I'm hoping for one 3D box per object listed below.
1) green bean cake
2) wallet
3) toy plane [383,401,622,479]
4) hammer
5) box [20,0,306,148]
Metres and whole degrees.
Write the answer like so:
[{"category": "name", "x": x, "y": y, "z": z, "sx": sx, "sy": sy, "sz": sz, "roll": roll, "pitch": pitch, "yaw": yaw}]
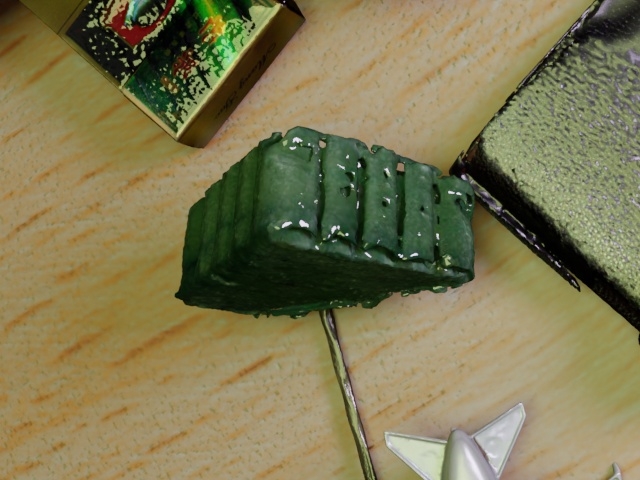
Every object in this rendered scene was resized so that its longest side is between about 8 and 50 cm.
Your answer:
[{"category": "green bean cake", "x": 0.000, "y": 0.000, "z": 1.157, "sx": 0.208, "sy": 0.193, "sz": 0.107, "roll": -35, "pitch": 50, "yaw": 53}, {"category": "wallet", "x": 0.266, "y": -0.081, "z": 1.131, "sx": 0.221, "sy": 0.071, "sz": 0.262, "roll": 43, "pitch": 94, "yaw": 13}, {"category": "toy plane", "x": 0.134, "y": 0.267, "z": 1.140, "sx": 0.251, "sy": 0.101, "sz": 0.255, "roll": -13, "pitch": 89, "yaw": 1}, {"category": "hammer", "x": 0.022, "y": 0.119, "z": 1.219, "sx": 0.058, "sy": 0.029, "sz": 0.292, "roll": -17, "pitch": 83, "yaw": 13}, {"category": "box", "x": -0.150, "y": -0.216, "z": 1.248, "sx": 0.240, "sy": 0.071, "sz": 0.159, "roll": 41, "pitch": 97, "yaw": 14}]
